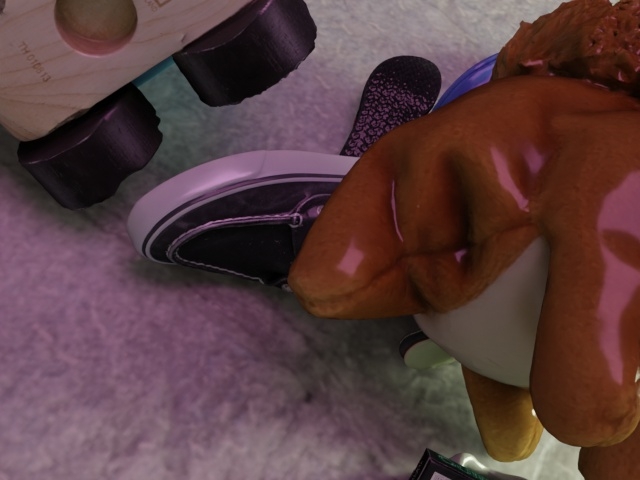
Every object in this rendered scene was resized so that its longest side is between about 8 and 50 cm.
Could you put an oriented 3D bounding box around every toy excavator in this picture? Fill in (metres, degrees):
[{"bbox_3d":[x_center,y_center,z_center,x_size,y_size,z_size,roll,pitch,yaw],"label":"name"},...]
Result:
[{"bbox_3d":[-0.120,-0.301,0.823,0.222,0.433,0.445,52,12,-33],"label":"toy excavator"}]

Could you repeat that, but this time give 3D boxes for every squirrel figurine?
[{"bbox_3d":[0.254,-0.025,0.635,0.281,0.370,0.397,48,59,-32],"label":"squirrel figurine"}]

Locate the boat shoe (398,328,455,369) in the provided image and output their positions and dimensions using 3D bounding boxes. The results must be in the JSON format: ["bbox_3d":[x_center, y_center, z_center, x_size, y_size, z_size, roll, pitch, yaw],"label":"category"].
[{"bbox_3d":[0.116,0.070,0.809,0.137,0.049,0.043,-13,58,-33],"label":"boat shoe"}]

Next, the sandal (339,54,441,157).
[{"bbox_3d":[0.058,-0.106,0.929,0.067,0.040,0.179,27,64,5],"label":"sandal"}]

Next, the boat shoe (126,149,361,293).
[{"bbox_3d":[0.000,0.000,0.783,0.301,0.108,0.102,-2,54,-32],"label":"boat shoe"}]

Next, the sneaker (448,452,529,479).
[{"bbox_3d":[0.154,0.214,0.695,0.190,0.083,0.071,30,48,-1],"label":"sneaker"}]

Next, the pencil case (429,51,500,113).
[{"bbox_3d":[0.232,-0.035,0.887,0.133,0.119,0.306,-32,71,-34],"label":"pencil case"}]

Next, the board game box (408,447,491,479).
[{"bbox_3d":[0.124,0.236,0.652,0.186,0.026,0.126,28,94,-1],"label":"board game box"}]
